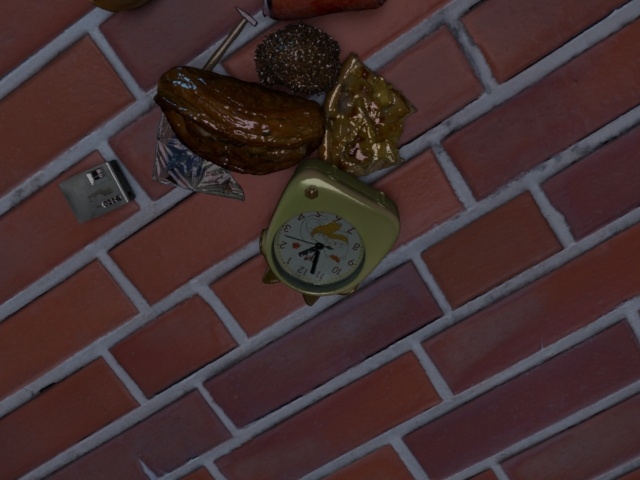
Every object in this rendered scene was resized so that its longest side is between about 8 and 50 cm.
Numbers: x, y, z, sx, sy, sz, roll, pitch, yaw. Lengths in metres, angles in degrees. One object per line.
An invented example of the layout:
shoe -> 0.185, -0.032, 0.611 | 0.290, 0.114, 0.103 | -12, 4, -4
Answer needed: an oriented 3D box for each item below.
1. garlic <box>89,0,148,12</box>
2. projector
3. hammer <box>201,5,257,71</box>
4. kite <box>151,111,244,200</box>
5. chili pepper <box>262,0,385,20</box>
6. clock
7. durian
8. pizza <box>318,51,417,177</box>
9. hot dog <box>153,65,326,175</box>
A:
garlic -> -0.359, -0.608, 1.265 | 0.339, 0.196, 0.151 | -28, 117, 2
projector -> -0.556, -0.123, 1.477 | 0.147, 0.061, 0.115 | -22, 106, 8
hammer -> -0.233, -0.454, 1.392 | 0.062, 0.013, 0.199 | 40, 103, -9
kite -> -0.292, -0.230, 1.462 | 0.314, 0.011, 0.335 | -29, 104, 10
chili pepper -> 0.012, -0.595, 1.231 | 0.306, 0.229, 0.251 | -1, 74, 3
clock -> 0.000, 0.000, 1.440 | 0.286, 0.117, 0.348 | 28, 118, -12
durian -> -0.056, -0.391, 1.307 | 0.196, 0.196, 0.166 | -14, 108, 6
pizza -> 0.108, -0.266, 1.401 | 0.223, 0.089, 0.323 | 12, 107, 2
hot dog -> -0.184, -0.263, 1.325 | 0.388, 0.267, 0.174 | 14, 73, -5
